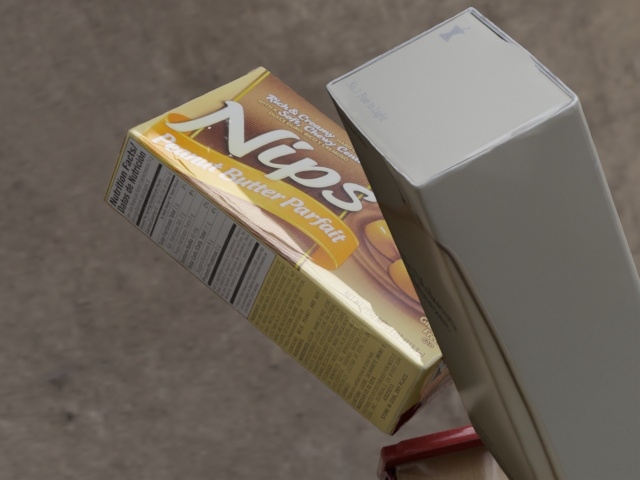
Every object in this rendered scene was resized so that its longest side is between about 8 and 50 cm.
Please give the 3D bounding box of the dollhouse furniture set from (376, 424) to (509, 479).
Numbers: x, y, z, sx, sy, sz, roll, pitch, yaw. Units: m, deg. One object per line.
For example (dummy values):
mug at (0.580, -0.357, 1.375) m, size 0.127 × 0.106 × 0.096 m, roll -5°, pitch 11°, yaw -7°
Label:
dollhouse furniture set at (0.246, 0.243, 1.544) m, size 0.152 × 0.374 × 0.201 m, roll 81°, pitch -3°, yaw -69°

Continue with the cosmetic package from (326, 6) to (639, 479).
cosmetic package at (0.127, 0.028, 1.192) m, size 0.113 × 0.160 × 0.309 m, roll -29°, pitch 122°, yaw -5°

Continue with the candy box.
candy box at (0.000, 0.000, 1.553) m, size 0.316 × 0.087 × 0.183 m, roll 38°, pitch 39°, yaw 18°
